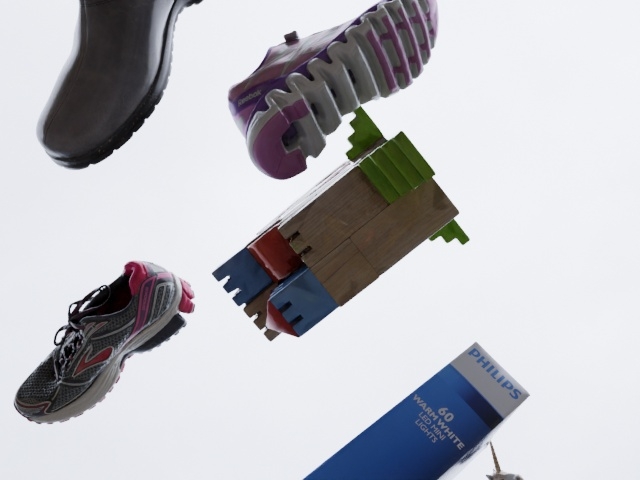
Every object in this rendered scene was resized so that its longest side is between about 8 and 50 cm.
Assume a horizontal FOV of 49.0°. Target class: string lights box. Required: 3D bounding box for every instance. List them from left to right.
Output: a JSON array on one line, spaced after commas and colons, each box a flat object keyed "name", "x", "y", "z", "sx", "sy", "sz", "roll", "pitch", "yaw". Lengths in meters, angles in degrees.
[{"name": "string lights box", "x": 0.071, "y": 0.218, "z": 0.660, "sx": 0.077, "sy": 0.259, "sz": 0.133, "roll": 45, "pitch": -34, "yaw": 24}]

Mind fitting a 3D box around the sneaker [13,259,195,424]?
[{"name": "sneaker", "x": -0.323, "y": 0.136, "z": 0.991, "sx": 0.299, "sy": 0.121, "sz": 0.112, "roll": -42, "pitch": -40, "yaw": 4}]

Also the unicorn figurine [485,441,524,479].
[{"name": "unicorn figurine", "x": 0.249, "y": 0.297, "z": 0.760, "sx": 0.162, "sy": 0.111, "sz": 0.060, "roll": 48, "pitch": -113, "yaw": -32}]

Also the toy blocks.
[{"name": "toy blocks", "x": 0.000, "y": 0.000, "z": 0.794, "sx": 0.261, "sy": 0.381, "sz": 0.191, "roll": -39, "pitch": -84, "yaw": 5}]

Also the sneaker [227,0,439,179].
[{"name": "sneaker", "x": 0.006, "y": -0.164, "z": 0.656, "sx": 0.236, "sy": 0.104, "sz": 0.095, "roll": -40, "pitch": -40, "yaw": -11}]

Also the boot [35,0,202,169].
[{"name": "boot", "x": -0.217, "y": -0.255, "z": 0.646, "sx": 0.118, "sy": 0.338, "sz": 0.223, "roll": 11, "pitch": -20, "yaw": 26}]
